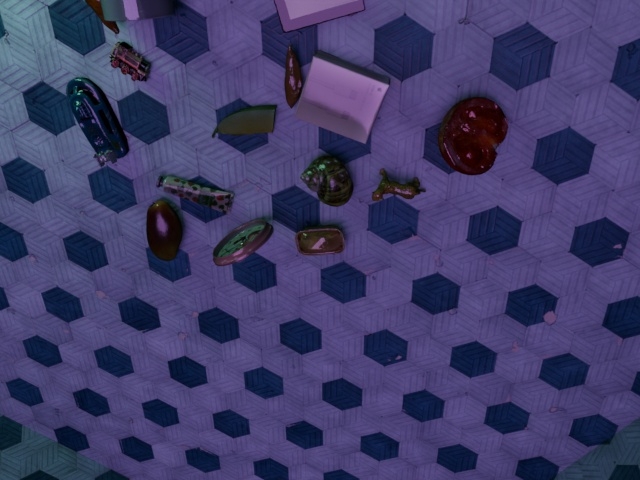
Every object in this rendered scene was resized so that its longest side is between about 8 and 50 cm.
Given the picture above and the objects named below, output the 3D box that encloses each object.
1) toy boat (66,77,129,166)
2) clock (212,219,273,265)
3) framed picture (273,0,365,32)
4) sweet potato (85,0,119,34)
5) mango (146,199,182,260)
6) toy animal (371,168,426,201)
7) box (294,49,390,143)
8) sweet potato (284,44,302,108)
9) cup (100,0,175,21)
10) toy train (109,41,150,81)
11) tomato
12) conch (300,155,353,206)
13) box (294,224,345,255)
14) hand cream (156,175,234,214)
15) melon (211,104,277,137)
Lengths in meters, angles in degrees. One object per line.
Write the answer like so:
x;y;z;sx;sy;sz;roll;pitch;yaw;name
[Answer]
-0.785;-0.407;1.921;0.134;0.092;0.298;-12;117;20;toy boat
-0.275;0.012;1.979;0.245;0.244;0.056;-22;116;21;clock
-0.037;-0.803;1.603;0.265;0.016;0.346;-11;118;16;framed picture
-0.692;-0.797;1.670;0.112;0.112;0.359;-15;113;18;sweet potato
-0.584;-0.026;2.091;0.133;0.111;0.267;2;125;-5;mango
0.263;-0.165;1.844;0.182;0.136;0.073;13;121;2;toy animal
0.066;-0.447;1.741;0.252;0.106;0.203;20;119;-3;box
-0.085;-0.511;1.750;0.068;0.060;0.205;24;134;35;sweet potato
-0.544;-0.796;1.590;0.206;0.205;0.312;2;118;9;cup
-0.616;-0.579;1.814;0.138;0.050;0.087;33;116;-10;toy train
0.452;-0.320;1.724;0.200;0.139;0.233;31;86;-16;tomato
0.023;-0.191;1.881;0.182;0.124;0.187;22;129;1;conch
0.000;0.000;2.005;0.177;0.111;0.111;-4;119;13;box
-0.454;-0.172;2.018;0.276;0.059;0.095;17;123;-5;hand cream
-0.253;-0.391;1.872;0.262;0.053;0.114;-10;135;20;melon
